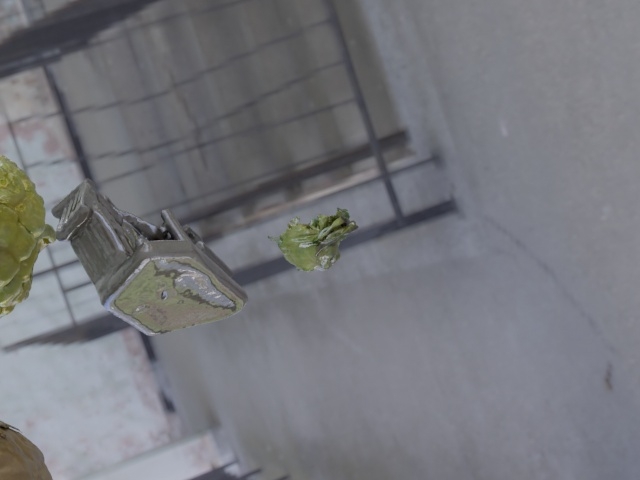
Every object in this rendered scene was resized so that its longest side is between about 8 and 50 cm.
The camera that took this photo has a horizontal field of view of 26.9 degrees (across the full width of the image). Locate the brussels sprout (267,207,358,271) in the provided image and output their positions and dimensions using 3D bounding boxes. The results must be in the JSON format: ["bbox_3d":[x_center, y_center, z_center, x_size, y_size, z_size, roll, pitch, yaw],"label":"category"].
[{"bbox_3d":[0.000,0.000,1.332,0.058,0.085,0.085,58,162,9],"label":"brussels sprout"}]

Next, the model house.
[{"bbox_3d":[-0.205,0.014,1.515,0.188,0.122,0.229,46,-178,28],"label":"model house"}]

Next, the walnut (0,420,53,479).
[{"bbox_3d":[-0.348,0.256,1.260,0.245,0.198,0.198,73,172,-69],"label":"walnut"}]

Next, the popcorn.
[{"bbox_3d":[-0.258,-0.005,0.932,0.135,0.141,0.162,10,142,44],"label":"popcorn"}]
